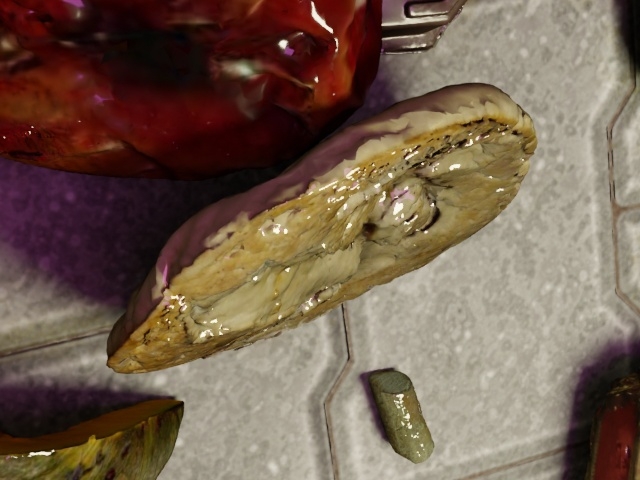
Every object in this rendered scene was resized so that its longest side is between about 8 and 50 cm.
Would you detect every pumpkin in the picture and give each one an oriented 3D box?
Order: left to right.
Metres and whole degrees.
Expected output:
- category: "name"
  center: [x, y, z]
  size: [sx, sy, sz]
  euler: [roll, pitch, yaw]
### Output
- category: "pumpkin"
  center: [-0.251, 0.205, 0.833]
  size: [0.312, 0.169, 0.148]
  euler: [2, 99, -20]

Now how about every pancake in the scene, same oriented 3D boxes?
- category: "pancake"
  center: [0.001, 0.000, 0.799]
  size: [0.387, 0.387, 0.082]
  euler: [-29, 76, -11]

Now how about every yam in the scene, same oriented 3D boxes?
- category: "yam"
  center: [0.080, 0.171, 1.014]
  size: [0.043, 0.043, 0.094]
  euler: [-23, 110, -13]

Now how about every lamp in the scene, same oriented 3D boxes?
- category: "lamp"
  center: [0.359, 0.261, 1.072]
  size: [0.177, 0.177, 0.273]
  euler: [0, 104, -20]

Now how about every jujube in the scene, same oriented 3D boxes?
- category: "jujube"
  center: [-0.146, -0.181, 0.705]
  size: [0.377, 0.276, 0.276]
  euler: [11, 100, 12]

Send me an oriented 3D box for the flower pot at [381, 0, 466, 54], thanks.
- category: "flower pot"
  center: [0.023, -0.239, 0.874]
  size: [0.251, 0.084, 0.178]
  euler: [-9, 105, -17]
